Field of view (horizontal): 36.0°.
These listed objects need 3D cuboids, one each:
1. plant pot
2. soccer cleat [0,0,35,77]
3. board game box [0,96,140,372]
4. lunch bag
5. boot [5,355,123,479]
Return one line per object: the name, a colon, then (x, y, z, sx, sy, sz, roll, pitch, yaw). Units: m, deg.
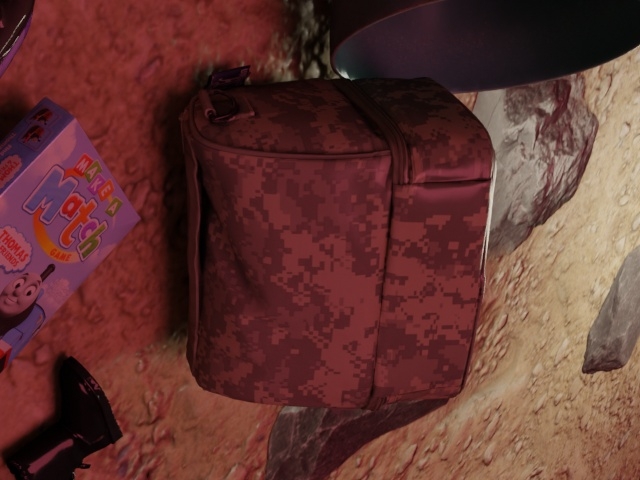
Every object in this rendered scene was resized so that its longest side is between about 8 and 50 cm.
plant pot: (0.146, -0.267, 0.896, 0.290, 0.290, 0.195, 6, 78, -53)
soccer cleat: (-0.277, -0.039, 0.587, 0.318, 0.109, 0.116, -56, 165, -11)
board game box: (-0.240, 0.016, 0.742, 0.211, 0.039, 0.160, -51, 158, -16)
lunch bag: (0.000, 0.000, 0.911, 0.256, 0.212, 0.305, -6, 122, -18)
boot: (-0.235, 0.172, 0.879, 0.099, 0.045, 0.121, -37, 139, -25)
